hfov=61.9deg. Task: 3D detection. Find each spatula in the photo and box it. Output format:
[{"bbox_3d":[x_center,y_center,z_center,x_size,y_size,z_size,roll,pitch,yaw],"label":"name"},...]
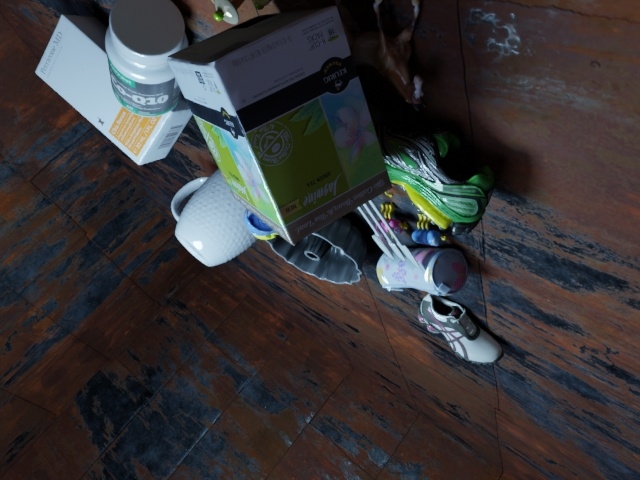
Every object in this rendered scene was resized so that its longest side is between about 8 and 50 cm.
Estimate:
[{"bbox_3d":[0.144,-0.028,1.299,0.242,0.019,0.168,51,173,-24],"label":"spatula"}]

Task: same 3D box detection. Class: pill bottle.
[{"bbox_3d":[-0.459,-0.484,1.420,0.204,0.204,0.361,44,162,-6],"label":"pill bottle"}]

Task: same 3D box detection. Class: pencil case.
[{"bbox_3d":[0.256,0.078,1.385,0.113,0.124,0.273,48,160,-16],"label":"pencil case"}]

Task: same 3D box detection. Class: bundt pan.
[{"bbox_3d":[0.000,0.000,1.647,0.331,0.124,0.331,23,156,11],"label":"bundt pan"}]

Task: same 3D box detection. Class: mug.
[{"bbox_3d":[-0.371,-0.103,1.903,0.374,0.328,0.276,31,159,28],"label":"mug"}]

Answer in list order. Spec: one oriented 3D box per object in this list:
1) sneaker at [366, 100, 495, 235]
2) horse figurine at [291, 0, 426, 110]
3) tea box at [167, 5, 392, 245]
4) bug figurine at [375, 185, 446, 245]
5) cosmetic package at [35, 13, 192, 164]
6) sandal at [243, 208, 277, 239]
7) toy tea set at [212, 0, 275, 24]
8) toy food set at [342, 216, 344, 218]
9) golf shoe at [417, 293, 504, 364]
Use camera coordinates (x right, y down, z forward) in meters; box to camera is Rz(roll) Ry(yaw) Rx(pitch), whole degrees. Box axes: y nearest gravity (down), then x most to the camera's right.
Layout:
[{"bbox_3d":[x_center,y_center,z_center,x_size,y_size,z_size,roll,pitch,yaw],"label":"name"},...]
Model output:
[{"bbox_3d":[0.185,-0.172,1.012,0.343,0.134,0.146,40,137,17],"label":"sneaker"},{"bbox_3d":[0.075,-0.342,0.896,0.263,0.066,0.174,30,153,29],"label":"horse figurine"},{"bbox_3d":[-0.080,-0.217,0.968,0.329,0.220,0.323,35,153,58],"label":"tea box"},{"bbox_3d":[0.173,-0.078,1.279,0.279,0.072,0.216,49,160,-23],"label":"bug figurine"},{"bbox_3d":[-0.655,-0.484,1.719,0.453,0.230,0.161,41,-155,1],"label":"cosmetic package"},{"bbox_3d":[-0.082,-0.094,1.423,0.126,0.317,0.138,60,-161,9],"label":"sandal"},{"bbox_3d":[-0.164,-0.497,0.929,0.200,0.124,0.336,36,161,15],"label":"toy tea set"},{"bbox_3d":[-0.014,-0.095,1.664,0.192,0.038,0.132,40,161,4],"label":"toy food set"},{"bbox_3d":[0.400,0.254,1.531,0.273,0.105,0.120,33,153,23],"label":"golf shoe"}]
